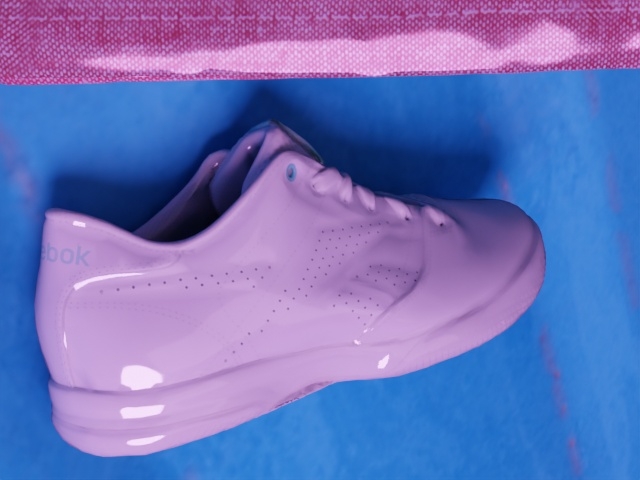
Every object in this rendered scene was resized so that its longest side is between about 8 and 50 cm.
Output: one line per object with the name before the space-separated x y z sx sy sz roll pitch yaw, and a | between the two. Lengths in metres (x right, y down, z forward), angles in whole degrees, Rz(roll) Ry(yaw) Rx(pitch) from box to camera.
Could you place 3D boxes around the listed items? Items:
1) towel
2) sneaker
towel | 0.014 -0.203 0.313 0.237 0.037 0.329 -1 111 -3
sneaker | 0.000 0.000 0.440 0.212 0.080 0.094 -18 106 -36
